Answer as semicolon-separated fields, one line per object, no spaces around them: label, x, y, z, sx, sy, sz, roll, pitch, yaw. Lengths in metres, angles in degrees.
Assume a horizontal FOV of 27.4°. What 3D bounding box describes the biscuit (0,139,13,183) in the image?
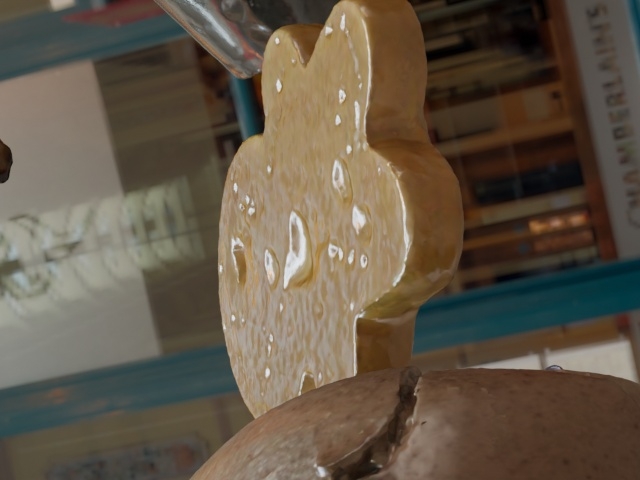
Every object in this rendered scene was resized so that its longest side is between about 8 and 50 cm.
biscuit;-0.239;-0.071;0.400;0.232;0.013;0.237;41;-153;11

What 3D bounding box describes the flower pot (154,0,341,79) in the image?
flower pot;-0.044;-0.247;1.147;0.166;0.269;0.269;63;-164;-14

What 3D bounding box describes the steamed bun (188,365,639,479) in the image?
steamed bun;0.031;0.181;0.606;0.199;0.301;0.251;37;-140;-49

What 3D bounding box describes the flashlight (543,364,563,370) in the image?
flashlight;0.181;0.111;0.822;0.031;0.110;0.052;17;-97;-51

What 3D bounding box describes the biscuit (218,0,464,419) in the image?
biscuit;0.002;0.000;0.855;0.355;0.052;0.275;122;141;-57
